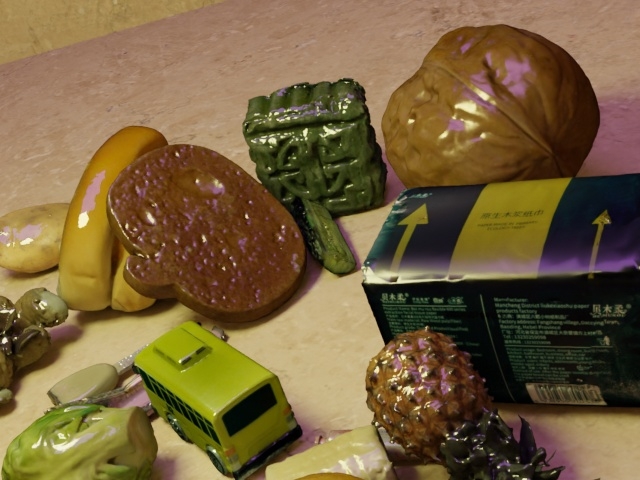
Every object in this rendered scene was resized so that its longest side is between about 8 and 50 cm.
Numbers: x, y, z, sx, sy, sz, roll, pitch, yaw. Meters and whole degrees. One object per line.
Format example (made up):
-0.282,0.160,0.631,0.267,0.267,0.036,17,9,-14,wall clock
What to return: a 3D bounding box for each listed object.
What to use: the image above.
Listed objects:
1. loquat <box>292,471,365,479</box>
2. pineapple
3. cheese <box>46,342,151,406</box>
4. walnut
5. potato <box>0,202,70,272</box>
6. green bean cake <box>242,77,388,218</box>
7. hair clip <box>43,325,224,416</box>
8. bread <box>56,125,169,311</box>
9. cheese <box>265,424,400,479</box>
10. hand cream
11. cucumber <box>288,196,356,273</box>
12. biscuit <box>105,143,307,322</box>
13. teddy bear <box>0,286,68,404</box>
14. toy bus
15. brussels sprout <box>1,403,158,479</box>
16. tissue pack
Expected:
-0.006,0.366,1.368,0.234,0.176,0.187,-23,26,16,loquat
0.207,0.258,1.438,0.165,0.165,0.364,-32,50,-22,pineapple
-0.358,0.226,1.972,0.192,0.037,0.097,-32,32,-20,cheese
0.294,-0.194,2.042,0.354,0.308,0.398,-53,29,7,walnut
-0.572,-0.006,2.438,0.235,0.128,0.161,-32,46,-32,potato
-0.008,-0.169,2.233,0.241,0.255,0.132,-7,33,13,green bean cake
-0.288,0.236,1.899,0.359,0.095,0.110,-28,-6,-34,hair clip
-0.352,-0.022,2.257,0.245,0.329,0.424,27,35,-3,bread
0.018,0.317,1.531,0.167,0.094,0.123,-24,37,0,cheese
0.096,0.278,1.607,0.210,0.043,0.067,-4,27,14,hand cream
-0.003,0.002,2.132,0.078,0.062,0.211,19,24,-25,cucumber
-0.208,-0.002,2.054,0.367,0.063,0.314,43,59,11,biscuit
-0.598,0.190,2.065,0.267,0.156,0.256,10,32,6,teddy bear
-0.159,0.224,1.737,0.128,0.150,0.262,-34,33,-23,toy bus
-0.345,0.316,1.694,0.223,0.161,0.223,-9,2,0,brussels sprout
0.295,0.071,1.615,0.416,0.264,0.253,-4,36,28,tissue pack
